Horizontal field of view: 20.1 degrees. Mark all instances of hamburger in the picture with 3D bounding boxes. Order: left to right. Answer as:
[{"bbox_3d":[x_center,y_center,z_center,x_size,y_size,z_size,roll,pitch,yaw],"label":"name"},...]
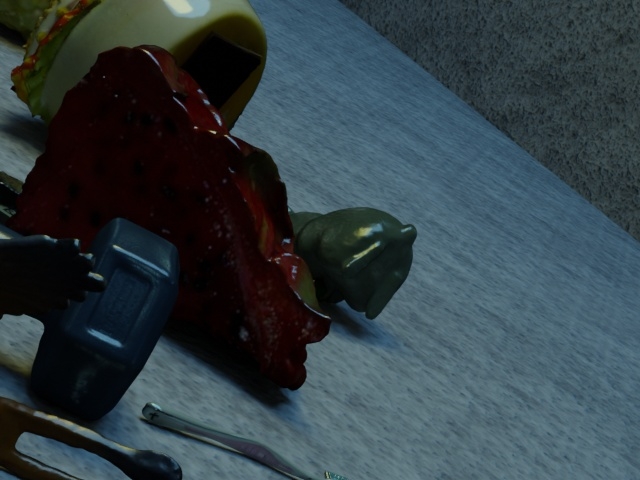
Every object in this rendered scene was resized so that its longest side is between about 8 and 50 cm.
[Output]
[{"bbox_3d":[-0.202,-0.212,2.050,0.179,0.276,0.294,49,16,24],"label":"hamburger"}]

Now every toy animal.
[{"bbox_3d":[-0.265,0.086,1.185,0.302,0.225,0.284,23,-8,19],"label":"toy animal"},{"bbox_3d":[0.007,0.008,2.042,0.236,0.138,0.108,26,-26,56],"label":"toy animal"}]

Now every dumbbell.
[{"bbox_3d":[-0.270,0.009,1.397,0.316,0.156,0.144,27,44,-9],"label":"dumbbell"}]

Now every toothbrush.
[{"bbox_3d":[-0.058,0.175,1.502,0.204,0.017,0.022,24,26,-25],"label":"toothbrush"}]

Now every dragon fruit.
[{"bbox_3d":[-0.080,-0.028,1.741,0.329,0.228,0.286,33,12,20],"label":"dragon fruit"}]

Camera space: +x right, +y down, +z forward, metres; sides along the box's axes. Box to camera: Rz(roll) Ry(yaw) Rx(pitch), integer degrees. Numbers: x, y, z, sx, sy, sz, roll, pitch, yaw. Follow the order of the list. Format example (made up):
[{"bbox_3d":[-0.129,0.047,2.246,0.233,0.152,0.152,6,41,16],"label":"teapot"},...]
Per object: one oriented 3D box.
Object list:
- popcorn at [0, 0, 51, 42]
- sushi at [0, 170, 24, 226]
[{"bbox_3d":[-0.354,-0.360,2.421,0.212,0.259,0.259,54,12,-7],"label":"popcorn"},{"bbox_3d":[-0.357,-0.080,1.763,0.201,0.031,0.139,34,15,17],"label":"sushi"}]
